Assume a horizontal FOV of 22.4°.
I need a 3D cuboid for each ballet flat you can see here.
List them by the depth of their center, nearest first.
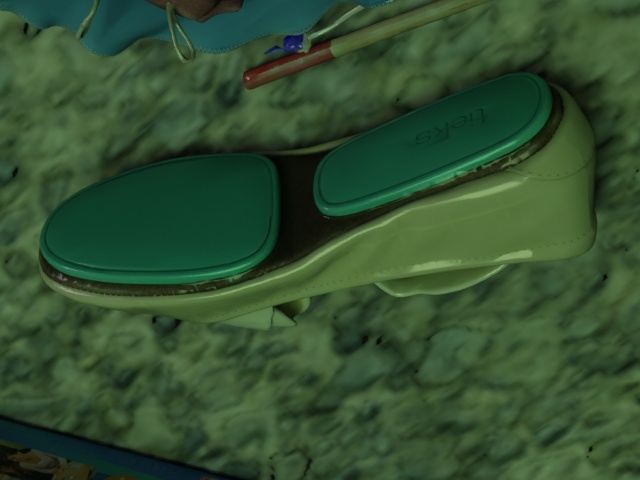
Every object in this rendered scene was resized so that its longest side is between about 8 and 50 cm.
[{"bbox_3d":[0.000,0.000,0.685,0.248,0.086,0.086,-12,113,22],"label":"ballet flat"}]

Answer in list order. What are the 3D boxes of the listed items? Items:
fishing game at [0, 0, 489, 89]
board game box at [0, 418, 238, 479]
[{"bbox_3d":[-0.028,-0.098,0.554,0.189,0.264,0.041,-18,73,25],"label":"fishing game"},{"bbox_3d":[-0.144,0.153,0.758,0.210,0.160,0.047,14,120,11],"label":"board game box"}]
